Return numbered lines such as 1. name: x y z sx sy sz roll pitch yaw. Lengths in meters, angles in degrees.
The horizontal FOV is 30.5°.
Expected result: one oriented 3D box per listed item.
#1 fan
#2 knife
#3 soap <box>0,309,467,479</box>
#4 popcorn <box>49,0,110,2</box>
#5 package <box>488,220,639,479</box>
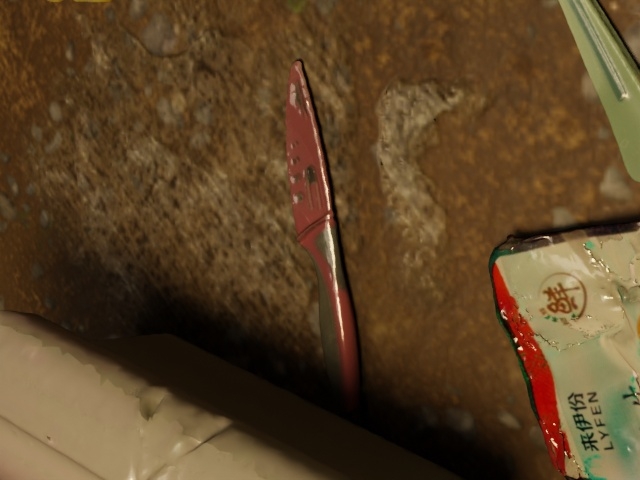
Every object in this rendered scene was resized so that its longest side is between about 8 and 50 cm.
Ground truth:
1. fan: 0.145 -0.118 0.645 0.038 0.016 0.193 -32 83 44
2. knife: 0.000 0.000 0.808 0.035 0.018 0.247 -3 99 44
3. soap: -0.098 0.264 0.786 0.435 0.213 0.350 18 91 35
4. popcorn: -0.161 -0.267 0.741 0.266 0.192 0.233 10 109 33
5. package: 0.200 0.060 0.641 0.232 0.040 0.166 -14 95 43
